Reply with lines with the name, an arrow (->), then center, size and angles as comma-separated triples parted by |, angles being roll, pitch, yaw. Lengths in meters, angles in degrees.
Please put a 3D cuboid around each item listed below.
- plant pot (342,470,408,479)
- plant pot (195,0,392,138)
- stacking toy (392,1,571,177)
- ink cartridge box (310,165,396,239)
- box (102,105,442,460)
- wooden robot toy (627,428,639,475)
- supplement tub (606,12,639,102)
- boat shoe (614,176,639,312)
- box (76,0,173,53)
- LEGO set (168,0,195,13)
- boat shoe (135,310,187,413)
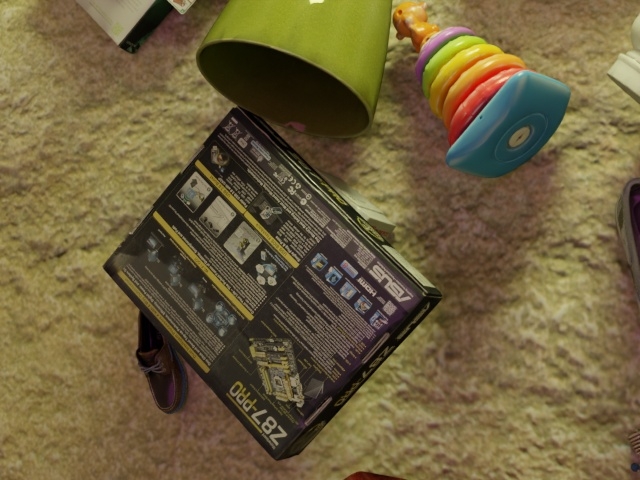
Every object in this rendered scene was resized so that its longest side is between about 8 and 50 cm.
plant pot -> 0.072, 0.467, 1.418 | 0.267, 0.267, 0.236 | -37, 61, 14
plant pot -> -0.004, -0.345, 1.538 | 0.275, 0.275, 0.293 | 14, 73, 22
stacking toy -> 0.198, -0.244, 1.500 | 0.175, 0.166, 0.302 | -51, 58, 23
ink cartridge box -> 0.000, 0.000, 1.549 | 0.127, 0.128, 0.176 | 42, 100, 20
box -> -0.076, 0.057, 1.454 | 0.395, 0.097, 0.318 | 44, 100, 19
wooden robot toy -> 0.453, 0.334, 1.365 | 0.076, 0.079, 0.173 | -14, 80, 20
supplement tub -> 0.545, -0.275, 1.300 | 0.235, 0.235, 0.325 | 44, 105, 19
boat shoe -> 0.472, 0.069, 1.371 | 0.118, 0.103, 0.320 | -19, 78, 19
box -> -0.296, -0.512, 1.757 | 0.322, 0.058, 0.232 | -47, 71, 12
LEGO set -> -0.244, -0.509, 1.691 | 0.244, 0.060, 0.182 | 43, 97, 9
boat shoe -> -0.266, 0.190, 1.667 | 0.066, 0.066, 0.183 | -17, 79, 19
